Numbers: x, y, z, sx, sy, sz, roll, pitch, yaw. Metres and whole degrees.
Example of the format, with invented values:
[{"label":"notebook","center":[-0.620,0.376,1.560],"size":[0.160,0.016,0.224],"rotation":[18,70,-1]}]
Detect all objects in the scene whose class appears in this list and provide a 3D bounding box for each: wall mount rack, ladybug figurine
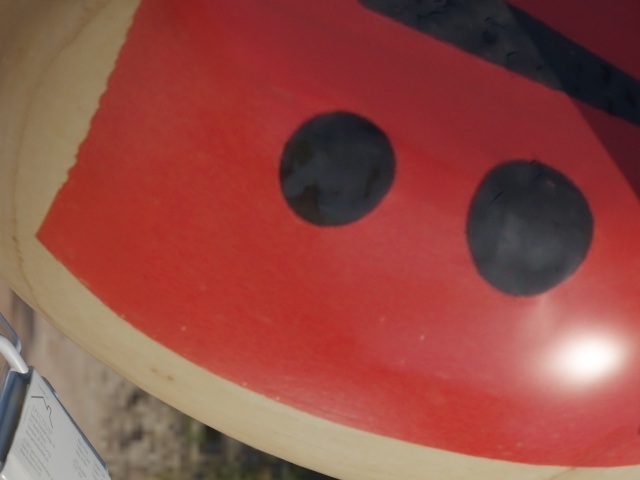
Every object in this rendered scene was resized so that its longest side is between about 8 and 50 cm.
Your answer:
[{"label":"wall mount rack","center":[-0.282,0.179,1.795],"size":[0.350,0.130,0.304],"rotation":[65,25,-43]},{"label":"ladybug figurine","center":[0.036,-0.054,0.851],"size":[0.162,0.449,0.305],"rotation":[131,-23,-55]}]
